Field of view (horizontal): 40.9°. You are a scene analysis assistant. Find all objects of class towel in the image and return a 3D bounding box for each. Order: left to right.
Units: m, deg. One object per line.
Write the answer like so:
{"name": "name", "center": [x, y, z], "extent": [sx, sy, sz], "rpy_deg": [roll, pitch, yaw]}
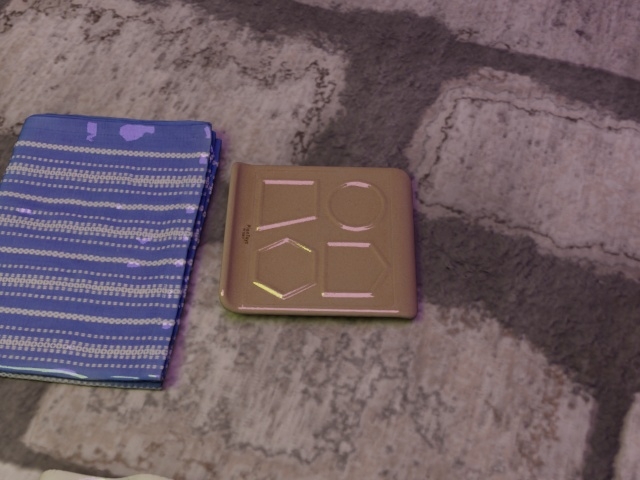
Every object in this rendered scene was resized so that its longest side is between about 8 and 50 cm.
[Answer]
{"name": "towel", "center": [-0.253, -0.005, 0.936], "extent": [0.243, 0.040, 0.335], "rpy_deg": [5, 57, 4]}

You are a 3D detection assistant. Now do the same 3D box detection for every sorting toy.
{"name": "sorting toy", "center": [0.000, 0.000, 0.940], "extent": [0.208, 0.038, 0.193], "rpy_deg": [4, 57, -3]}

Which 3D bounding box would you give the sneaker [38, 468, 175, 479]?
{"name": "sneaker", "center": [-0.186, 0.251, 0.753], "extent": [0.152, 0.058, 0.084], "rpy_deg": [3, 51, 7]}
